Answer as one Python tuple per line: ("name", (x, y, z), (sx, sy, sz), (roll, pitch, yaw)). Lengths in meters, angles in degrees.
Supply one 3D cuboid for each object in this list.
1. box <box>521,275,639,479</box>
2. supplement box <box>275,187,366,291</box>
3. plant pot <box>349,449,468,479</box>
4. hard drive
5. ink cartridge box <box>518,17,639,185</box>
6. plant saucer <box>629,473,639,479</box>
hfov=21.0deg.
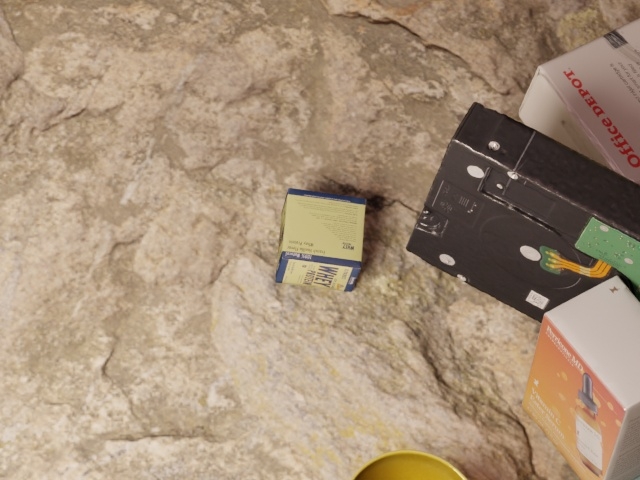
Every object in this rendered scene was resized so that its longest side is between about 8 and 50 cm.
("box", (0.277, 0.143, 1.672), (0.091, 0.170, 0.130), (-26, 57, -20))
("supplement box", (0.000, 0.000, 1.776), (0.083, 0.056, 0.083), (7, 61, -6))
("plant pot", (0.077, 0.276, 1.622), (0.134, 0.095, 0.134), (4, 61, -7))
("hard drive", (0.265, 0.015, 1.711), (0.339, 0.237, 0.064), (29, 62, 7))
("ink cartridge box", (0.363, -0.145, 1.888), (0.237, 0.100, 0.172), (-26, 70, -22))
("plant saucer", (0.354, 0.295, 1.693), (0.195, 0.037, 0.195), (4, 62, -8))
